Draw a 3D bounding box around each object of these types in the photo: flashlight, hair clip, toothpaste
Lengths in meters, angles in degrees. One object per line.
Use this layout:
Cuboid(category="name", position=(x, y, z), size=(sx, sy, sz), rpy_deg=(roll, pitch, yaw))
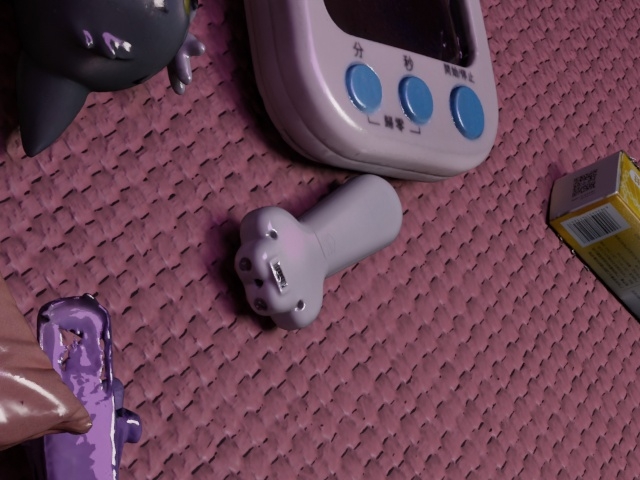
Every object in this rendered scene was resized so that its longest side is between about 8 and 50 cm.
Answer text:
Cuboid(category="flashlight", position=(0.000, 0.000, 1.098), size=(0.200, 0.047, 0.093), rpy_deg=(-33, 105, -53))
Cuboid(category="hair clip", position=(-0.125, 0.175, 0.815), size=(0.137, 0.090, 0.279), rpy_deg=(-1, 70, -19))
Cuboid(category="toothpaste", position=(0.356, 0.043, 1.456), size=(0.313, 0.089, 0.071), rpy_deg=(43, 39, -26))

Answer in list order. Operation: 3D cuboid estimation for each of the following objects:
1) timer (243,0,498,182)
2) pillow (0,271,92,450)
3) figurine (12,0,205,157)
Cuboid(category="timer", position=(0.041, -0.168, 1.193), size=(0.262, 0.087, 0.237), rpy_deg=(7, 68, -48))
Cuboid(category="pillow", position=(-0.257, 0.033, 0.733), size=(0.223, 0.084, 0.236), rpy_deg=(-23, 85, -38))
Cuboid(category="figurine", position=(-0.133, -0.205, 0.957), size=(0.140, 0.193, 0.265), rpy_deg=(7, 46, -24))
